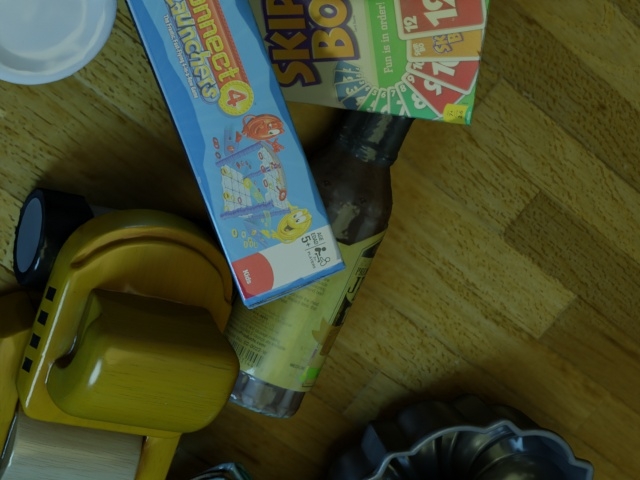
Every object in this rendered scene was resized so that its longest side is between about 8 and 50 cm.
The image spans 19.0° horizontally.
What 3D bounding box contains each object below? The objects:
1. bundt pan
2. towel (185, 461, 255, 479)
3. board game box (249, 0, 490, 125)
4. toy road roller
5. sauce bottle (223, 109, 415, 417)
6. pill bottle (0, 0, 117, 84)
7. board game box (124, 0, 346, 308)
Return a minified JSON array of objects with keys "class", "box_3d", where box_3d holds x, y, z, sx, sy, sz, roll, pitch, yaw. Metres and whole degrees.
[{"class":"bundt pan","box_3d":[0.129,0.301,2.030,0.330,0.124,0.331,-8,119,-15]},{"class":"towel","box_3d":[-0.173,0.389,1.938,0.370,0.040,0.271,-26,118,17]},{"class":"board game box","box_3d":[0.018,-0.183,1.738,0.259,0.039,0.124,8,107,1]},{"class":"toy road roller","box_3d":[-0.194,0.125,1.751,0.202,0.240,0.330,12,112,-24]},{"class":"sauce bottle","box_3d":[0.000,0.000,1.828,0.111,0.111,0.344,20,101,-27]},{"class":"pill bottle","box_3d":[-0.252,-0.227,1.554,0.131,0.229,0.131,-9,119,-16]},{"class":"board game box","box_3d":[-0.090,-0.132,1.575,0.086,0.302,0.308,-21,106,-4]}]
